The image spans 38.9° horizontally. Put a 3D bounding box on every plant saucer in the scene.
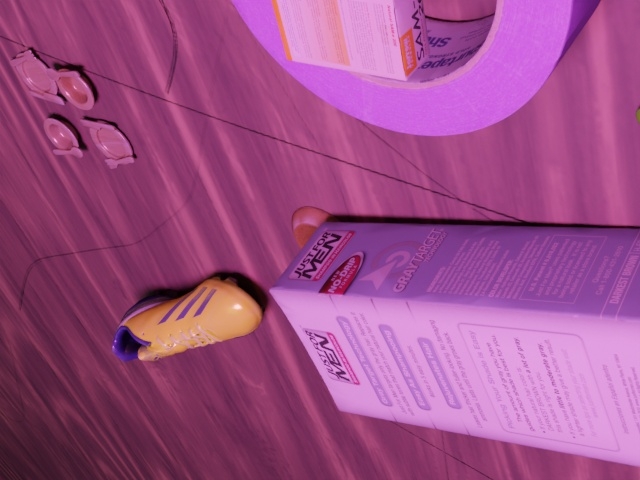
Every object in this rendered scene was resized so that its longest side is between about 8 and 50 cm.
[{"bbox_3d":[0.000,0.000,0.984,0.083,0.015,0.083,26,145,20],"label":"plant saucer"}]

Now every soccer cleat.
[{"bbox_3d":[-0.179,0.118,1.201,0.289,0.121,0.093,-13,121,50],"label":"soccer cleat"}]

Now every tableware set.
[{"bbox_3d":[-0.298,-0.153,1.081,0.141,0.020,0.168,11,139,36],"label":"tableware set"}]

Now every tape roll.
[{"bbox_3d":[0.055,-0.207,0.616,0.275,0.090,0.274,26,145,20],"label":"tape roll"}]

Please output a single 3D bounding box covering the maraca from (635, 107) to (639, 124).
[{"bbox_3d":[0.277,-0.054,0.584,0.185,0.099,0.127,48,155,38],"label":"maraca"}]

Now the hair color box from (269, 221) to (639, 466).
[{"bbox_3d":[0.155,0.087,0.840,0.375,0.113,0.185,2,132,39],"label":"hair color box"}]

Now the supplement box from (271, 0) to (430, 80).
[{"bbox_3d":[0.019,-0.148,0.604,0.098,0.036,0.062,17,141,30],"label":"supplement box"}]
